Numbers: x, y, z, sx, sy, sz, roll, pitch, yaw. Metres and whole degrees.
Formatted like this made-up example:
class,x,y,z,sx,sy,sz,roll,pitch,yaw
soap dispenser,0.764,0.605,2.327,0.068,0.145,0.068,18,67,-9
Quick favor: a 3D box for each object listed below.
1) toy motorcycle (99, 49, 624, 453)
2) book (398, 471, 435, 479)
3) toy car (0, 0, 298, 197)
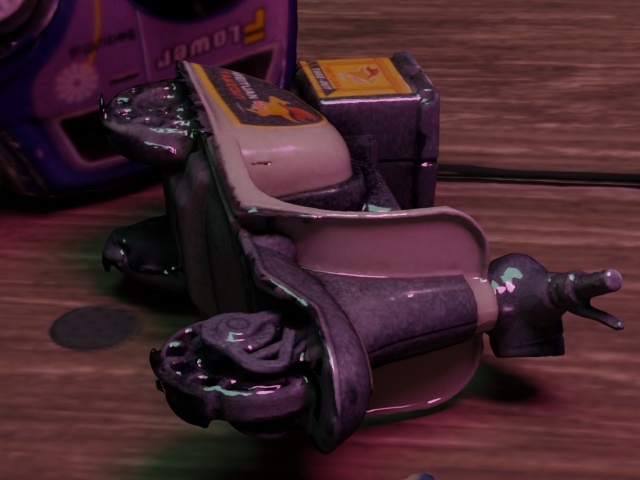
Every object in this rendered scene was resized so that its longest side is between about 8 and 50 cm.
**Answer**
class,x,y,z,sx,sy,sz,roll,pitch,yaw
toy motorcycle,0.000,0.000,0.722,0.157,0.091,0.263,-5,26,-12
book,-0.028,0.153,0.395,0.228,0.018,0.322,-22,18,-8
toy car,-0.124,-0.105,0.854,0.235,0.158,0.172,-20,32,-25
